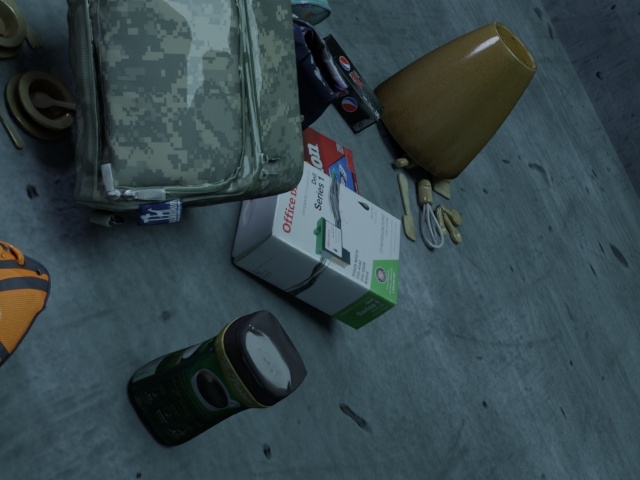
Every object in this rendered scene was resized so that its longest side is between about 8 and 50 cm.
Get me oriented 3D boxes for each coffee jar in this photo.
[{"bbox_3d":[-0.106,0.144,0.953,0.096,0.184,0.079,58,32,-7],"label":"coffee jar"}]

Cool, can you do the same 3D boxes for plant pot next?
[{"bbox_3d":[0.274,-0.283,1.715,0.237,0.254,0.237,33,35,-27],"label":"plant pot"}]

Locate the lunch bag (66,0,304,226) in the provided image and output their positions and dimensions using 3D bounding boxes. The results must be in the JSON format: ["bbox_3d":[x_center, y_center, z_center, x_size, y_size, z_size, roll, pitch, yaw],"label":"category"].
[{"bbox_3d":[-0.171,-0.175,1.025,0.256,0.212,0.305,-8,96,-53],"label":"lunch bag"}]

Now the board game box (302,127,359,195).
[{"bbox_3d":[0.016,-0.045,1.420,0.145,0.027,0.281,22,50,-44],"label":"board game box"}]

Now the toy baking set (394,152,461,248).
[{"bbox_3d":[0.208,-0.081,1.717,0.256,0.030,0.197,-11,76,-57],"label":"toy baking set"}]

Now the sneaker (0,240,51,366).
[{"bbox_3d":[-0.346,-0.018,0.817,0.180,0.124,0.321,18,63,-54],"label":"sneaker"}]

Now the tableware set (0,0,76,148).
[{"bbox_3d":[-0.336,-0.204,1.022,0.194,0.039,0.128,59,32,-5],"label":"tableware set"}]

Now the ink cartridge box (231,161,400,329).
[{"bbox_3d":[0.000,0.000,1.263,0.219,0.092,0.160,30,46,-27],"label":"ink cartridge box"}]

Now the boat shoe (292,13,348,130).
[{"bbox_3d":[-0.096,-0.311,1.332,0.340,0.158,0.127,55,33,-12],"label":"boat shoe"}]

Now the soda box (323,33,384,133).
[{"bbox_3d":[0.041,-0.276,1.601,0.169,0.053,0.060,52,33,-17],"label":"soda box"}]

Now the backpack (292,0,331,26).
[{"bbox_3d":[-0.053,-0.414,1.444,0.166,0.188,0.144,-2,68,-56],"label":"backpack"}]
